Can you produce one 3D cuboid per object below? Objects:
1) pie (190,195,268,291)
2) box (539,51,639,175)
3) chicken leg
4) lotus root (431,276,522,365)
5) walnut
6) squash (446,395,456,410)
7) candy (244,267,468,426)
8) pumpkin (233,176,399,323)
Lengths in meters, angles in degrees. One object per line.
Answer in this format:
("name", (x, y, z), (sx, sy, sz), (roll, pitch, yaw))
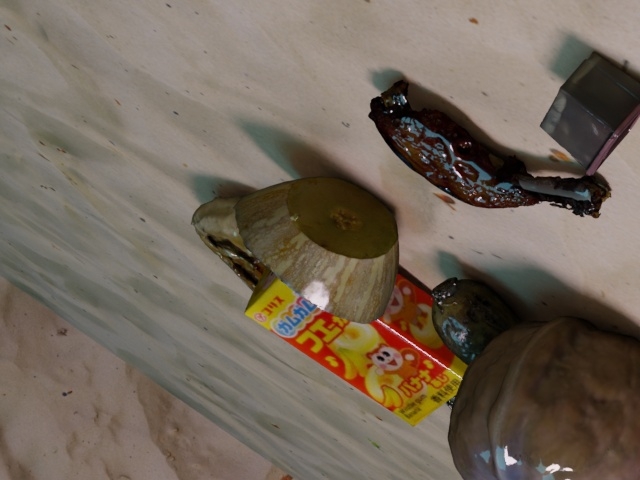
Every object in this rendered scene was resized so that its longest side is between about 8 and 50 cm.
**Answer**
("pie", (-0.036, 0.054, 1.926), (0.339, 0.077, 0.339), (33, 161, 13))
("box", (0.221, -0.104, 1.117), (0.063, 0.060, 0.085), (42, 163, 9))
("chicken leg", (0.156, -0.073, 1.322), (0.253, 0.051, 0.106), (25, 154, 22))
("lotus root", (0.190, 0.109, 1.633), (0.080, 0.089, 0.179), (-31, 120, 27))
("walnut", (0.263, 0.198, 1.508), (0.248, 0.248, 0.248), (32, 161, 12))
("squash", (0.265, 0.320, 2.040), (0.080, 0.071, 0.318), (19, 155, 44))
("candy", (0.058, 0.108, 1.761), (0.276, 0.088, 0.146), (36, 137, -10))
("pumpkin", (0.015, -0.010, 1.604), (0.217, 0.217, 0.110), (38, 121, -6))
